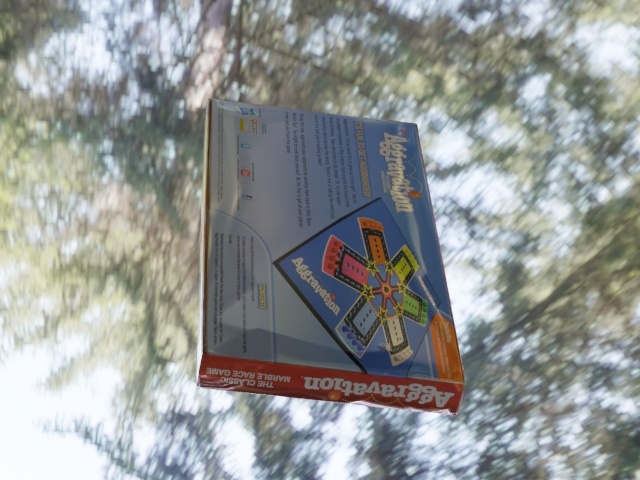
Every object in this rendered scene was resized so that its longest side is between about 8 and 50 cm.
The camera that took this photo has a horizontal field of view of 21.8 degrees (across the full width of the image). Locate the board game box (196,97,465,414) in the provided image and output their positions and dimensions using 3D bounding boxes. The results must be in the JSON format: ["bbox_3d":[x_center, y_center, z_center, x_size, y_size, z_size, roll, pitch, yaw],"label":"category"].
[{"bbox_3d":[0.000,0.000,1.003,0.145,0.027,0.281,6,-147,-7],"label":"board game box"}]
